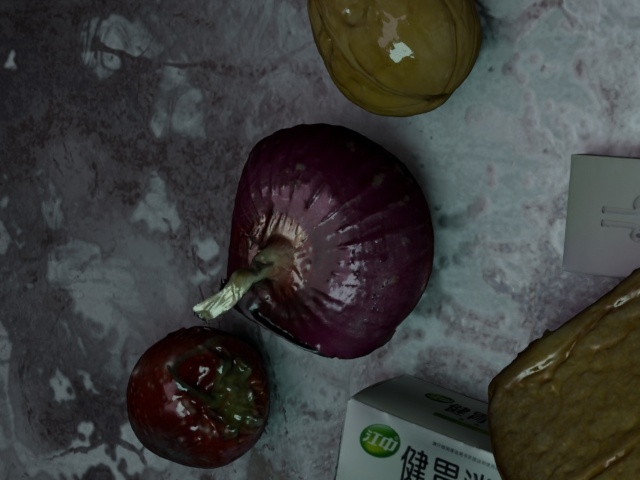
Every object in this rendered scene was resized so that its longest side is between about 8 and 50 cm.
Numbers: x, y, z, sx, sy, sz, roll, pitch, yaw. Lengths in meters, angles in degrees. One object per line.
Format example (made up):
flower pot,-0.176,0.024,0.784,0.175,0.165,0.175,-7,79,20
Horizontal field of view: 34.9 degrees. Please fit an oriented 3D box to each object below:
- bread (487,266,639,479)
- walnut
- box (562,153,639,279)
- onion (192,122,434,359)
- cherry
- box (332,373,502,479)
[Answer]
bread,0.344,0.184,0.934,0.337,0.148,0.328,-41,38,9
walnut,0.080,-0.251,1.157,0.193,0.193,0.226,-29,81,32
box,0.336,-0.025,1.099,0.129,0.051,0.130,8,101,31
onion,0.016,-0.011,1.204,0.256,0.272,0.230,23,106,-10
cherry,-0.177,0.219,1.383,0.249,0.192,0.175,-37,35,43
box,0.186,0.296,1.180,0.332,0.145,0.173,16,106,30
